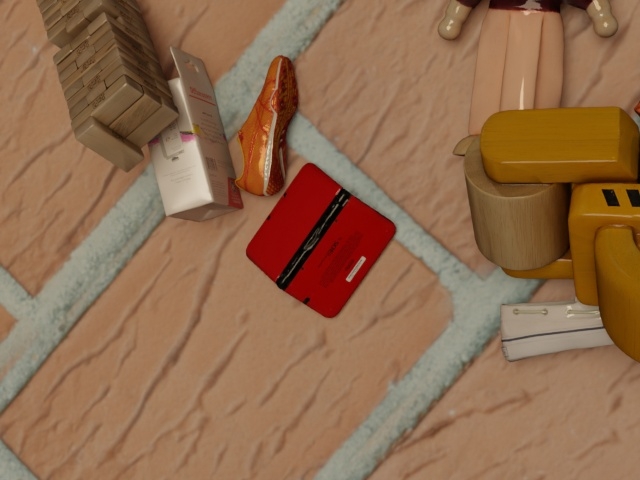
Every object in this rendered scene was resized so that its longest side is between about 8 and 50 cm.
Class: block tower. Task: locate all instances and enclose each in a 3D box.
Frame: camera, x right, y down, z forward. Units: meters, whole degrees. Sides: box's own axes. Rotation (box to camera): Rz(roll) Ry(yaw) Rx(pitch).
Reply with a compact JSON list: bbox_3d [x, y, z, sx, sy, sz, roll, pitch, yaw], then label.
[{"bbox_3d":[-0.263,-0.237,1.753,0.097,0.091,0.335,-38,47,19],"label":"block tower"}]

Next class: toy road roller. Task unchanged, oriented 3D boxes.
[{"bbox_3d":[0.313,0.003,1.563,0.329,0.202,0.241,2,51,16],"label":"toy road roller"}]

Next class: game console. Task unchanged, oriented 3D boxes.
[{"bbox_3d":[0.000,0.000,1.793,0.124,0.085,0.144,33,98,-17],"label":"game console"}]

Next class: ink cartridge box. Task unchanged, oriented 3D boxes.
[{"bbox_3d":[-0.165,-0.128,1.790,0.067,0.115,0.198,-17,82,14],"label":"ink cartridge box"}]

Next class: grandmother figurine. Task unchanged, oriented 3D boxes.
[{"bbox_3d":[0.240,-0.266,1.699,0.207,0.104,0.342,3,91,6],"label":"grandmother figurine"}]

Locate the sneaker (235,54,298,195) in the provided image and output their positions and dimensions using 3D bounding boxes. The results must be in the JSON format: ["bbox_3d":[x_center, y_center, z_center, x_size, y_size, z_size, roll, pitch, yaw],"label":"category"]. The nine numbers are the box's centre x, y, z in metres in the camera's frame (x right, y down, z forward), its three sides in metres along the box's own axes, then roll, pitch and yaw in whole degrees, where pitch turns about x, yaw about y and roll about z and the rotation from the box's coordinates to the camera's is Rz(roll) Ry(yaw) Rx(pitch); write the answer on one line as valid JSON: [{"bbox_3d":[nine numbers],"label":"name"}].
[{"bbox_3d":[-0.071,-0.143,1.794,0.067,0.064,0.175,11,88,25],"label":"sneaker"}]

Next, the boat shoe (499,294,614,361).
[{"bbox_3d":[0.311,0.083,1.670,0.226,0.083,0.076,-12,86,15],"label":"boat shoe"}]

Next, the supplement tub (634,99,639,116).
[{"bbox_3d":[0.446,-0.189,1.630,0.117,0.117,0.190,42,97,13],"label":"supplement tub"}]
